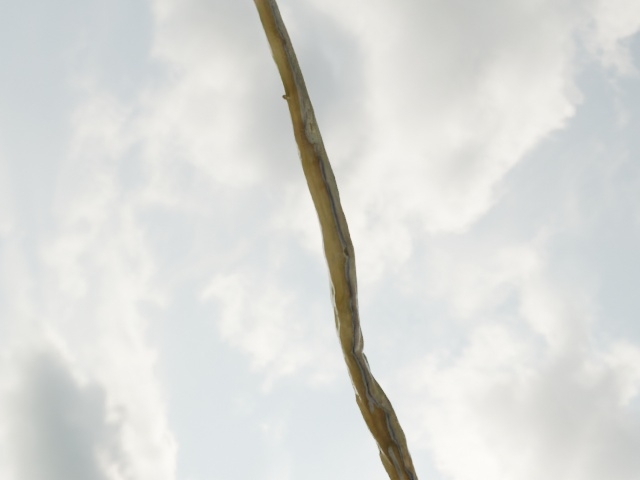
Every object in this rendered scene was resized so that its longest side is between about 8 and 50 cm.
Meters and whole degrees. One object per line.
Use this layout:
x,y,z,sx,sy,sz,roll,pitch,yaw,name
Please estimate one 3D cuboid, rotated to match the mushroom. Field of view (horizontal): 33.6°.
0.002,0.001,0.396,0.028,0.026,0.286,29,-37,66,mushroom
